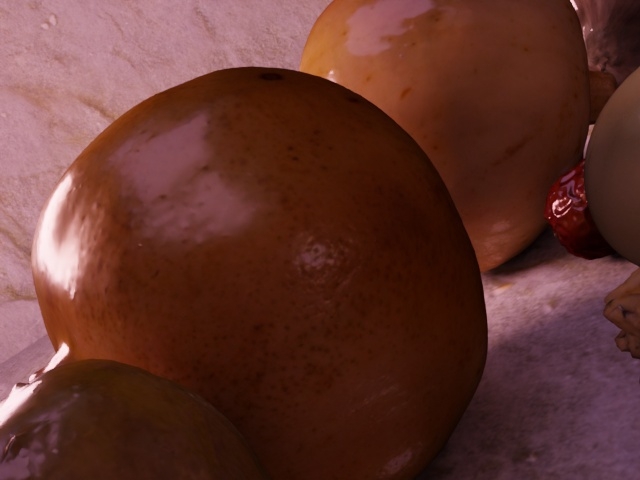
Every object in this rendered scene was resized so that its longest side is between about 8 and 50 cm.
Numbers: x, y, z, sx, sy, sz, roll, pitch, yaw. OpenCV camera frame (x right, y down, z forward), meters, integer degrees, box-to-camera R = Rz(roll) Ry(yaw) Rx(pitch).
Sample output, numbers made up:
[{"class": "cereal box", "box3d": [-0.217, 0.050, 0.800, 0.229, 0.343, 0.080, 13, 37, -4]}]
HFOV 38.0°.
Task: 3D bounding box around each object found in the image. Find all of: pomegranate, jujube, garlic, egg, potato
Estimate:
[{"class": "pomegranate", "box3d": [0.170, -0.163, 1.136, 0.412, 0.411, 0.411, -32, 12, 7]}, {"class": "jujube", "box3d": [0.313, -0.051, 0.938, 0.176, 0.109, 0.112, -33, 27, 12]}, {"class": "pomegranate", "box3d": [-0.067, 0.057, 0.822, 0.417, 0.416, 0.416, -32, 12, 7]}, {"class": "garlic", "box3d": [0.452, -0.359, 1.367, 0.317, 0.317, 0.259, -17, 34, 54]}, {"class": "egg", "box3d": [0.331, -0.079, 0.787, 0.241, 0.186, 0.186, -52, 15, -10]}, {"class": "potato", "box3d": [-0.185, 0.265, 0.560, 0.397, 0.296, 0.290, -34, 10, -12]}]

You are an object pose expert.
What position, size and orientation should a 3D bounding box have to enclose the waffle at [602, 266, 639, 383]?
[{"class": "waffle", "box3d": [0.388, -0.013, 0.579, 0.376, 0.114, 0.261, -36, 9, -12]}]
